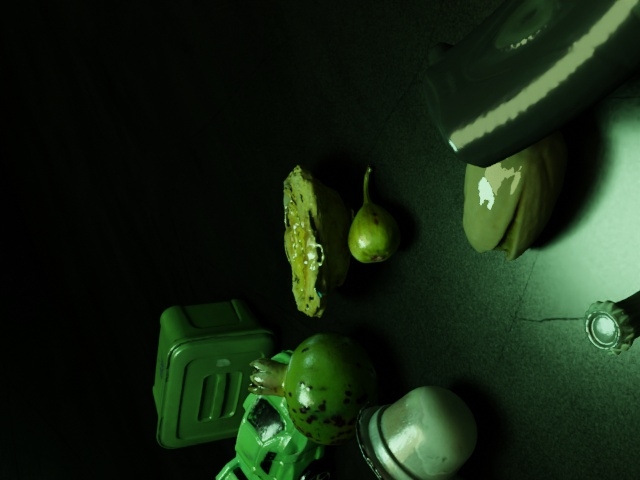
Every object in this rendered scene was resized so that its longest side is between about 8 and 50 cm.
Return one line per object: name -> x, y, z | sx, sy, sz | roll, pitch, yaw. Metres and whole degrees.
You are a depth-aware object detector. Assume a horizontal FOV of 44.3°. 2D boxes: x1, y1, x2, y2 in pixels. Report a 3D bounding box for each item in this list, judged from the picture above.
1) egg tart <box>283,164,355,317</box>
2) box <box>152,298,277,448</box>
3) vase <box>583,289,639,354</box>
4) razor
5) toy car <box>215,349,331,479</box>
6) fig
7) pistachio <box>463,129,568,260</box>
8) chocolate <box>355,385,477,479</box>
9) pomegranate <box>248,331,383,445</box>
egg tart -> 0.000, 0.000, 1.415 | 0.291, 0.107, 0.290 | 173, 90, -80
box -> -0.252, 0.293, 1.786 | 0.177, 0.253, 0.328 | -122, 38, -47
vase -> 0.368, 0.086, 0.905 | 0.081, 0.149, 0.081 | 24, 121, 49
razor -> 0.270, -0.236, 0.895 | 0.349, 0.113, 0.204 | -40, 42, 36
toy car -> -0.089, 0.411, 1.637 | 0.213, 0.176, 0.358 | 45, 133, 37
fig -> 0.100, -0.038, 1.339 | 0.093, 0.093, 0.166 | -40, 29, 52
pistachio -> 0.254, -0.072, 1.050 | 0.136, 0.136, 0.226 | 42, 137, 40
chocolate -> 0.177, 0.307, 1.263 | 0.147, 0.221, 0.221 | -46, 59, 19
pomegranate -> -0.009, 0.265, 1.430 | 0.248, 0.202, 0.202 | 6, 111, 8
